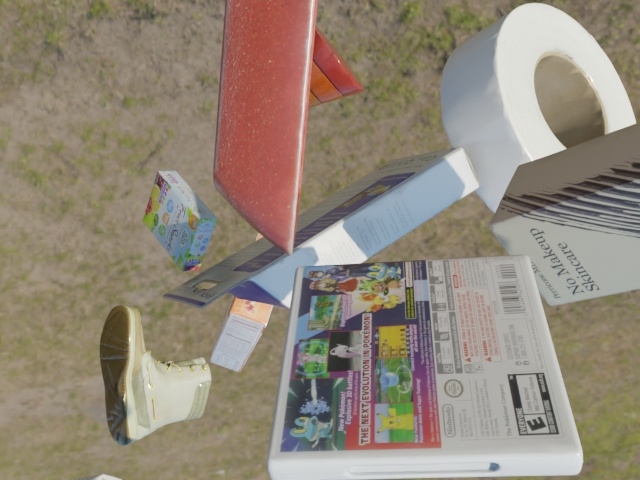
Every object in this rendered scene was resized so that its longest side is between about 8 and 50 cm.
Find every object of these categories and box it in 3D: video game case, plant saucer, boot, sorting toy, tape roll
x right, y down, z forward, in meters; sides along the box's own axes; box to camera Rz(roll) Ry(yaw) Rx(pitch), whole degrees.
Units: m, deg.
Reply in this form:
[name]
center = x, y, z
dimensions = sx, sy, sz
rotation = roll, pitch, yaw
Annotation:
[video game case]
center = 0.065, 0.078, 0.539
dimensions = 0.183, 0.201, 0.023
rotation = -3, 124, 7
[plant saucer]
center = -0.025, -0.140, 0.482
dimensions = 0.047, 0.259, 0.258
rotation = 4, -171, -1
[boot]
center = -0.251, 0.194, 1.221
dimensions = 0.077, 0.213, 0.165
rotation = 7, -169, 43
[sorting toy]
center = -0.077, -0.303, 1.137
dimensions = 0.126, 0.366, 0.127
rotation = -39, 148, 11
[tape roll]
center = 0.290, -0.158, 1.025
dimensions = 0.286, 0.286, 0.100
rotation = 10, 157, -34

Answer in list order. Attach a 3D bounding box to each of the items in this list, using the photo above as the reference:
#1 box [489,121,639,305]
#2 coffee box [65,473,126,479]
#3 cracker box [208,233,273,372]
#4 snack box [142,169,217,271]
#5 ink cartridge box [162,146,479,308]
[box]
center = 0.283, -0.036, 0.627
dimensions = 0.113, 0.094, 0.275
rotation = 48, 141, -17
[coffee box]
center = -0.220, 0.466, 0.825
dimensions = 0.338, 0.335, 0.337
rotation = -22, 139, 40
[cracker box]
center = -0.124, 0.112, 1.358
dimensions = 0.067, 0.156, 0.232
rotation = 21, 147, -6
[snack box]
center = -0.224, -0.033, 1.243
dimensions = 0.037, 0.141, 0.100
rotation = -6, 130, -42
[ink cartridge box]
center = 0.000, 0.000, 0.948
dimensions = 0.370, 0.069, 0.175
rotation = -29, -168, -22
